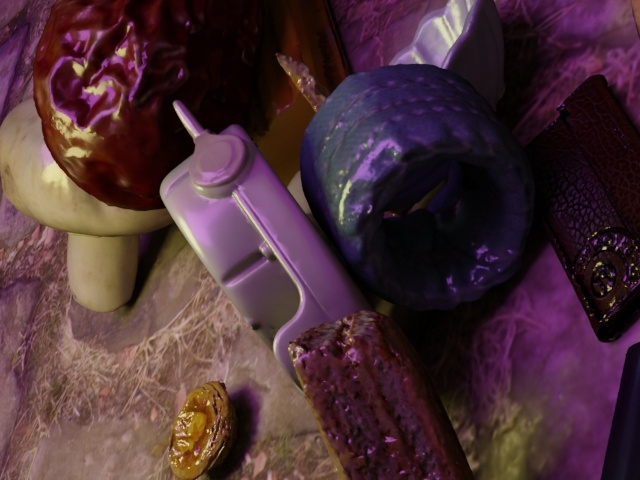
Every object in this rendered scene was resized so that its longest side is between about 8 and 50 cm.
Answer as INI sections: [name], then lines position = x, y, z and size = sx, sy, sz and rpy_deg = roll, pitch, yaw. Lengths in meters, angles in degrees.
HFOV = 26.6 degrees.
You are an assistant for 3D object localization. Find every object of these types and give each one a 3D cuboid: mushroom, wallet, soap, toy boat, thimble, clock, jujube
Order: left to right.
[mushroom]
position = -0.302, -0.066, 1.940
size = 0.314, 0.314, 0.336
rpy_deg = -117, 26, -54
[jujube]
position = -0.209, -0.219, 1.672
size = 0.276, 0.276, 0.377
rpy_deg = -27, 35, 48
[clock]
position = -0.051, 0.011, 1.336
size = 0.109, 0.265, 0.324
rpy_deg = -37, 72, 1
[soap]
position = -0.061, -0.221, 1.779
size = 0.204, 0.096, 0.324
rpy_deg = -49, 34, 29
[thimble]
position = 0.098, -0.045, 1.268
size = 0.198, 0.235, 0.143
rpy_deg = -40, 40, 7
[toy boat]
position = 0.111, -0.138, 1.403
size = 0.290, 0.100, 0.199
rpy_deg = -54, 12, -2
[wallet]
position = 0.246, -0.036, 1.206
size = 0.133, 0.039, 0.243
rpy_deg = -52, 32, 26

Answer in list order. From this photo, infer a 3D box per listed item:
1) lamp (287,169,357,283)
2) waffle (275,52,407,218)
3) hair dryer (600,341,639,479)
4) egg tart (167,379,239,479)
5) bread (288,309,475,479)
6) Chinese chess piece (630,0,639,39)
[lamp]
position = 0.000, 0.000, 1.519
size = 0.101, 0.101, 0.250
rpy_deg = -28, 50, 47
[waffle]
position = 0.024, -0.115, 1.475
size = 0.032, 0.191, 0.125
rpy_deg = -36, 36, 9
[hair dryer]
position = 0.204, 0.218, 1.050
size = 0.244, 0.116, 0.302
rpy_deg = -23, 39, 50
[egg tart]
position = -0.135, 0.227, 1.619
size = 0.130, 0.052, 0.130
rpy_deg = -39, 40, 42
[bread]
position = 0.053, 0.152, 1.115
size = 0.102, 0.196, 0.138
rpy_deg = -23, 4, 2
[Chinese chess piece]
position = 0.369, -0.222, 1.085
size = 0.251, 0.097, 0.250
rpy_deg = -37, 41, 41
